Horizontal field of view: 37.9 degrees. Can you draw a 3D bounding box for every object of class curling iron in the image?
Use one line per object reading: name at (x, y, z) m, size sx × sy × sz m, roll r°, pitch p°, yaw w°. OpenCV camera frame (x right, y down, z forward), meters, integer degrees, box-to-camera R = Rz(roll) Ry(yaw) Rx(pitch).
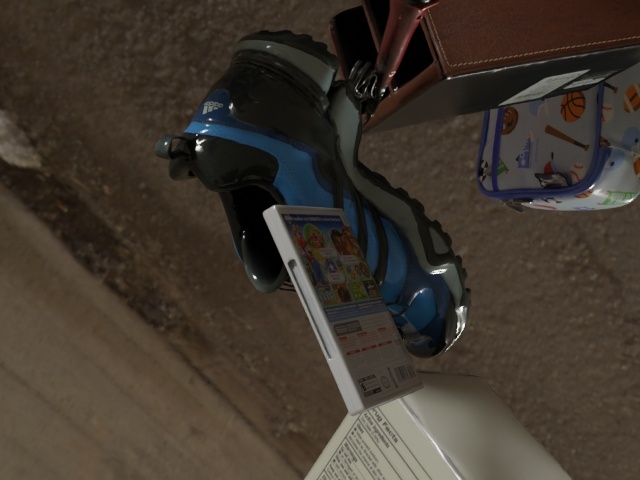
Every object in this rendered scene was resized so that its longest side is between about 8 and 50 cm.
curling iron at (0.063, -0.168, 0.679) m, size 0.035 × 0.068 × 0.274 m, roll 30°, pitch 149°, yaw 0°

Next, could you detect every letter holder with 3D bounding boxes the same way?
letter holder at (0.164, -0.247, 0.892) m, size 0.152 × 0.301 × 0.214 m, roll -27°, pitch 79°, yaw 61°

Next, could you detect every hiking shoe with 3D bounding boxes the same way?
hiking shoe at (0.000, 0.000, 0.675) m, size 0.113 × 0.132 × 0.304 m, roll 9°, pitch 144°, yaw 50°

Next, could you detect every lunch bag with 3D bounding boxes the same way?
lunch bag at (0.299, -0.179, 1.165) m, size 0.115 × 0.303 × 0.243 m, roll 10°, pitch 177°, yaw -31°

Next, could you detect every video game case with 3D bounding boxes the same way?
video game case at (0.015, 0.036, 0.537) m, size 0.011 × 0.087 × 0.122 m, roll -29°, pitch 77°, yaw 25°

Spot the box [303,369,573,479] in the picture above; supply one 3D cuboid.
box at (0.065, 0.231, 0.705) m, size 0.126 × 0.149 × 0.232 m, roll 11°, pitch 119°, yaw -42°
